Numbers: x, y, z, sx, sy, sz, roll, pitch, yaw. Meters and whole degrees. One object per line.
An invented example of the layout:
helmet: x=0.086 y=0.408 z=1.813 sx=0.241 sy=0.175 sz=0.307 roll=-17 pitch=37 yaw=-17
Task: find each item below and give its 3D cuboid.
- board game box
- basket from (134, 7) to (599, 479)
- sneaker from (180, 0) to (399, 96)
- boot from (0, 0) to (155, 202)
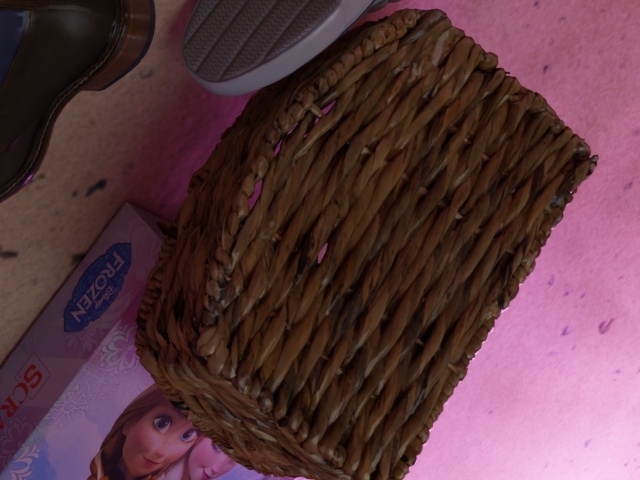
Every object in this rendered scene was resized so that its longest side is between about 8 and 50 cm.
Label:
board game box: x=-0.124 y=0.150 z=1.401 sx=0.318 sy=0.066 sz=0.319 roll=-53 pitch=144 yaw=11
basket: x=0.000 y=0.000 z=1.272 sx=0.213 sy=0.223 sz=0.299 roll=38 pitch=74 yaw=-18
sneaker: x=0.025 y=-0.178 z=1.193 sx=0.258 sy=0.094 sz=0.091 roll=-41 pitch=151 yaw=1
boot: x=-0.200 y=-0.085 z=1.049 sx=0.106 sy=0.082 sz=0.219 roll=2 pitch=145 yaw=-49
